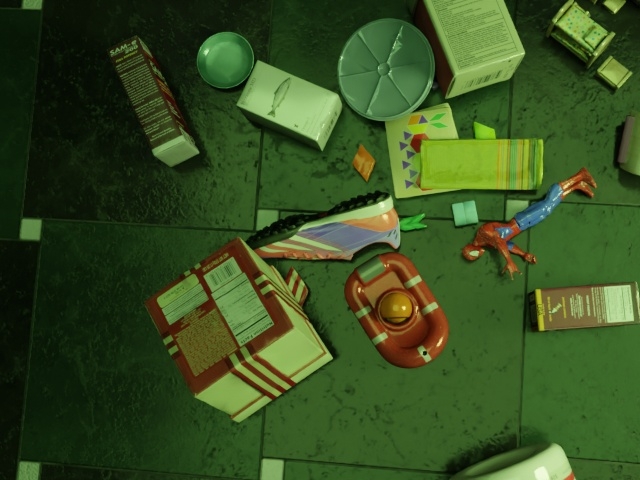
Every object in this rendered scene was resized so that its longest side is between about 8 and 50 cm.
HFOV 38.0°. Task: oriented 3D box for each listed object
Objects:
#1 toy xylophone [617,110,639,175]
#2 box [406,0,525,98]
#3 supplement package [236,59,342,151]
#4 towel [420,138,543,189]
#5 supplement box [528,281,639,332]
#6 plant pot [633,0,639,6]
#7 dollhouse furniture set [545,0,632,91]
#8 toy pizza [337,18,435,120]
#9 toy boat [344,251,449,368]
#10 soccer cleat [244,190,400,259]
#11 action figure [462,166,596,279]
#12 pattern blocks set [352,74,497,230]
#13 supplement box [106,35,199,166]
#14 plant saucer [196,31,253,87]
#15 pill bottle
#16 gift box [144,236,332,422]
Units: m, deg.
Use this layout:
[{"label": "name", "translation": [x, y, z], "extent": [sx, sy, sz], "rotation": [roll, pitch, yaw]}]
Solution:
[{"label": "toy xylophone", "translation": [0.737, -0.191, 1.740], "extent": [0.323, 0.081, 0.236], "rotation": [18, 107, 8]}, {"label": "box", "translation": [0.277, -0.419, 1.812], "extent": [0.149, 0.127, 0.232], "rotation": [-18, 78, -5]}, {"label": "supplement package", "translation": [-0.060, -0.268, 1.857], "extent": [0.179, 0.105, 0.105], "rotation": [24, 88, 8]}, {"label": "towel", "translation": [0.315, -0.150, 1.819], "extent": [0.237, 0.021, 0.102], "rotation": [1, 83, 6]}, {"label": "supplement box", "translation": [0.497, 0.127, 1.756], "extent": [0.188, 0.104, 0.080], "rotation": [-5, 83, 5]}, {"label": "plant pot", "translation": [0.691, -0.547, 1.774], "extent": [0.215, 0.215, 0.230], "rotation": [43, 104, 9]}, {"label": "dollhouse furniture set", "translation": [0.566, -0.419, 1.808], "extent": [0.182, 0.101, 0.161], "rotation": [41, 89, 9]}, {"label": "toy pizza", "translation": [0.131, -0.337, 1.840], "extent": [0.201, 0.032, 0.201], "rotation": [1, 92, 22]}, {"label": "toy boat", "translation": [0.146, 0.133, 1.769], "extent": [0.151, 0.151, 0.231], "rotation": [-33, 81, 2]}, {"label": "soccer cleat", "translation": [0.000, 0.000, 1.827], "extent": [0.318, 0.108, 0.116], "rotation": [-17, 105, 9]}, {"label": "action figure", "translation": [0.413, -0.012, 1.783], "extent": [0.280, 0.091, 0.139], "rotation": [-27, 70, 2]}, {"label": "pattern blocks set", "translation": [0.207, -0.180, 1.858], "extent": [0.286, 0.026, 0.324], "rotation": [0, 84, 6]}, {"label": "supplement box", "translation": [-0.336, -0.278, 1.875], "extent": [0.073, 0.130, 0.239], "rotation": [-26, 83, 2]}, {"label": "plant saucer", "translation": [-0.195, -0.371, 1.924], "extent": [0.119, 0.021, 0.119], "rotation": [-1, 84, 5]}, {"label": "pill bottle", "translation": [0.397, 0.587, 1.654], "extent": [0.229, 0.229, 0.407], "rotation": [-22, 82, 3]}, {"label": "gift box", "translation": [-0.147, 0.154, 1.752], "extent": [0.255, 0.258, 0.276], "rotation": [-30, 62, 4]}]
